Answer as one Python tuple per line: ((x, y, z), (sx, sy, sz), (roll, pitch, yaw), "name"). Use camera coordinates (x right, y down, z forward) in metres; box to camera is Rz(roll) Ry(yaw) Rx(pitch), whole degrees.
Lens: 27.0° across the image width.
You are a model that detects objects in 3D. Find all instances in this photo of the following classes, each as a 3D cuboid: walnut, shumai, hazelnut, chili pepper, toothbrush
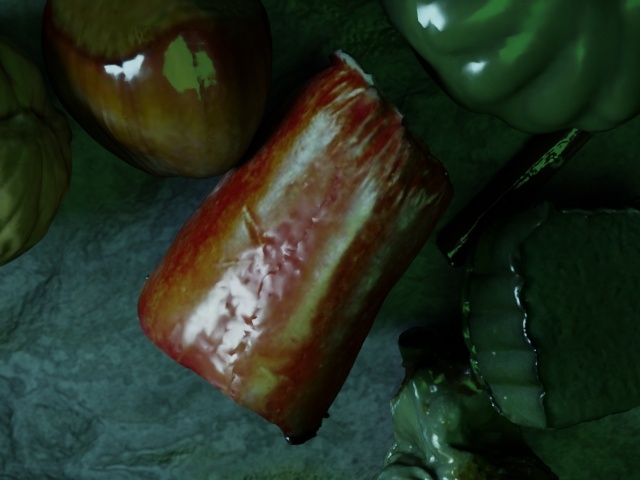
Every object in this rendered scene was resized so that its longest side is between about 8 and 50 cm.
((-0.341, -0.071, 1.135), (0.257, 0.257, 0.224), (-16, 94, -4), "walnut")
((0.162, 0.217, 1.447), (0.222, 0.203, 0.272), (4, 156, 9), "shumai")
((-0.133, -0.159, 1.166), (0.210, 0.210, 0.186), (25, 77, -22), "hazelnut")
((0.000, 0.000, 1.227), (0.229, 0.251, 0.305), (41, 100, 7), "chili pepper")
((0.252, -0.110, 1.341), (0.041, 0.041, 0.364), (38, 104, -26), "toothbrush")

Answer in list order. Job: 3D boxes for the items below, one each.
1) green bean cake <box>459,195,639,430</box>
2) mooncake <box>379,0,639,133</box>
((0.255, 0.064, 1.324), (0.227, 0.125, 0.222), (-10, 92, -32), "green bean cake")
((0.207, -0.263, 1.173), (0.351, 0.187, 0.351), (-6, 119, -11), "mooncake")
